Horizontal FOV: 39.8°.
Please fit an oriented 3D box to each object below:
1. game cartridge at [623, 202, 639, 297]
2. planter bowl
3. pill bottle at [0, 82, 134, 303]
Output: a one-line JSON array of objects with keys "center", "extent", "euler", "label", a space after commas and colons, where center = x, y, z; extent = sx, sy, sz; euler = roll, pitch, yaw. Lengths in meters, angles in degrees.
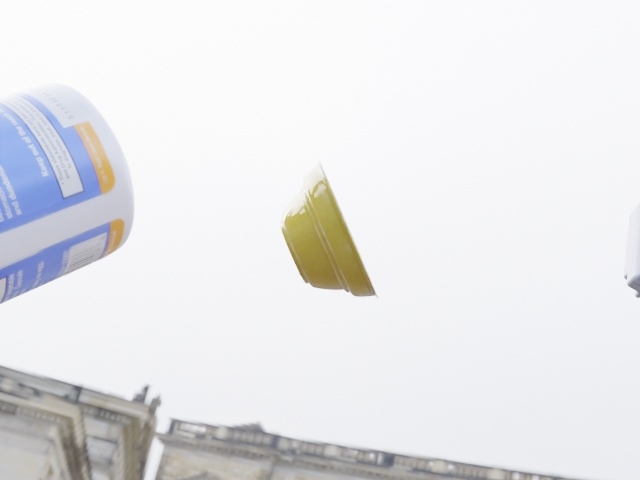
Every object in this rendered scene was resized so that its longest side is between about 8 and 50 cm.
[{"center": [0.560, 0.060, 1.221], "extent": [0.294, 0.196, 0.060], "euler": [28, -50, -2], "label": "game cartridge"}, {"center": [0.000, 0.000, 1.256], "extent": [0.090, 0.217, 0.217], "euler": [-23, -34, 2], "label": "planter bowl"}, {"center": [-0.290, -0.013, 0.662], "extent": [0.152, 0.272, 0.152], "euler": [26, -52, 37], "label": "pill bottle"}]
